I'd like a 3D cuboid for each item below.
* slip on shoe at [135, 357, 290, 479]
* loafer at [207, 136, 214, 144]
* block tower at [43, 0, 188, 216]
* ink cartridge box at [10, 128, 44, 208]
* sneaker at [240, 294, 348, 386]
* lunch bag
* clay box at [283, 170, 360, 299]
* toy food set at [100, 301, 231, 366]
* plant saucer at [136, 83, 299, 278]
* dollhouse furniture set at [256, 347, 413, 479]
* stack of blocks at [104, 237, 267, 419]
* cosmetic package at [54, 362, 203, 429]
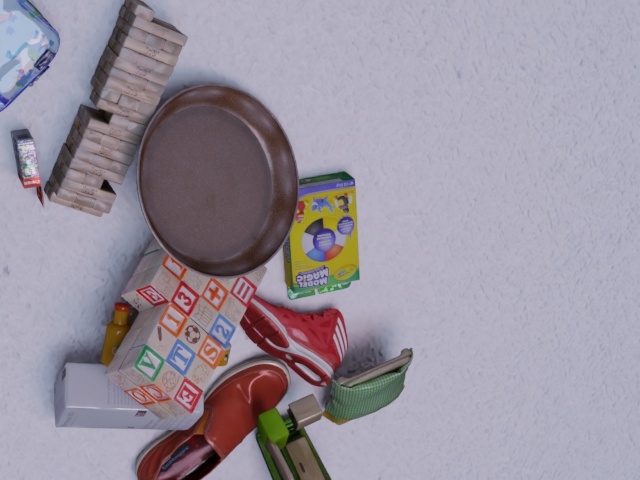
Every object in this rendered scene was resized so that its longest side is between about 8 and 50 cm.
[{"bbox_3d":[-0.181,0.337,2.073,0.331,0.101,0.123,-40,117,-5],"label":"slip on shoe"},{"bbox_3d":[-0.231,-0.145,1.904,0.125,0.045,0.039,-34,102,-14],"label":"loafer"},{"bbox_3d":[-0.316,-0.201,1.816,0.097,0.091,0.335,19,102,-28],"label":"block tower"},{"bbox_3d":[-0.451,-0.109,1.811,0.029,0.063,0.115,-11,114,-19],"label":"ink cartridge box"},{"bbox_3d":[-0.044,0.147,2.083,0.221,0.087,0.128,45,51,-12],"label":"sneaker"},{"bbox_3d":[-0.502,-0.302,1.704,0.176,0.090,0.219,-44,118,2],"label":"lunch bag"},{"bbox_3d":[0.000,0.000,2.043,0.127,0.053,0.222,-12,113,-17],"label":"clay box"},{"bbox_3d":[-0.258,0.148,1.963,0.232,0.111,0.104,4,107,-31],"label":"toy food set"},{"bbox_3d":[-0.168,-0.092,1.871,0.311,0.050,0.310,5,83,-40],"label":"plant saucer"},{"bbox_3d":[0.050,0.338,2.089,0.302,0.151,0.197,-22,161,-15],"label":"dollhouse furniture set"},{"bbox_3d":[-0.226,0.114,1.877,0.171,0.087,0.297,43,53,-25],"label":"stack of blocks"},{"bbox_3d":[-0.321,0.263,1.963,0.231,0.117,0.085,3,64,-21],"label":"cosmetic package"}]
